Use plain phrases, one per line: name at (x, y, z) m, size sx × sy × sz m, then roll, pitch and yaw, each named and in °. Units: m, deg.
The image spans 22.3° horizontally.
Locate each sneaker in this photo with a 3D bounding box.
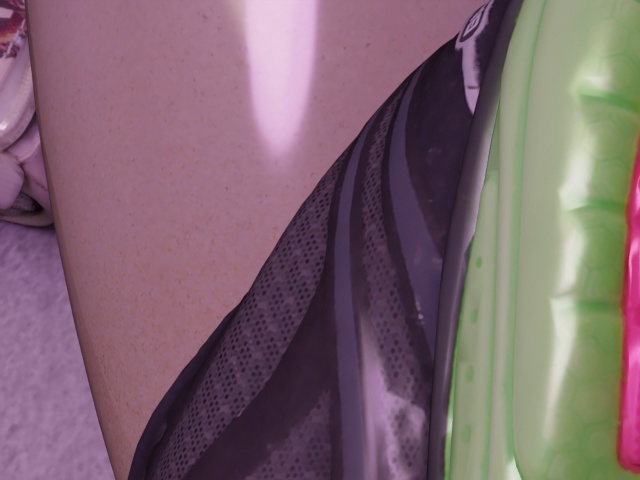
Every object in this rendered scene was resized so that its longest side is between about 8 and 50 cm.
sneaker at (0.025, 0.133, 0.451) m, size 0.482 × 0.185 × 0.202 m, roll -63°, pitch 19°, yaw -17°

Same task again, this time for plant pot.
plant pot at (0.000, 0.000, 0.656) m, size 0.257 × 0.256 × 0.274 m, roll -4°, pitch 78°, yaw 21°

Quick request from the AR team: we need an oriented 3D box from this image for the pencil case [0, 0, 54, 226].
pencil case at (-0.128, -0.196, 0.844) m, size 0.184 × 0.160 × 0.410 m, roll -3°, pitch 57°, yaw 52°
